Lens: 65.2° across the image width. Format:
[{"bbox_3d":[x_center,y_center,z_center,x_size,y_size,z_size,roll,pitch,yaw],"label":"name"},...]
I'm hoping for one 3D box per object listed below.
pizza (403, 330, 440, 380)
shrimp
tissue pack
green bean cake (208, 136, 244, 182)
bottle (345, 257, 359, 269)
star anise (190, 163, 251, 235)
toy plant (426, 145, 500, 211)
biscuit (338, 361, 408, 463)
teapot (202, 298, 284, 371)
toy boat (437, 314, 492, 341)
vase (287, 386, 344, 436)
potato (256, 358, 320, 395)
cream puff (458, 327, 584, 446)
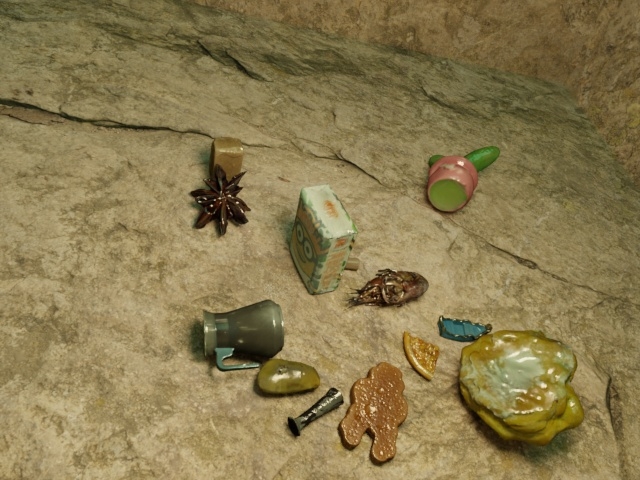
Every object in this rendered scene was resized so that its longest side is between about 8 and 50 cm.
[{"bbox_3d":[0.341,0.372,1.636,0.131,0.041,0.178,2,50,-20],"label":"pizza"},{"bbox_3d":[0.228,0.176,1.717,0.344,0.116,0.145,-11,41,-27],"label":"shrimp"},{"bbox_3d":[0.000,0.000,1.651,0.128,0.310,0.227,-13,55,-23],"label":"tissue pack"},{"bbox_3d":[-0.355,-0.299,1.875,0.109,0.179,0.085,-6,54,-21],"label":"green bean cake"},{"bbox_3d":[0.090,0.081,1.796,0.097,0.045,0.045,7,49,-13],"label":"bottle"},{"bbox_3d":[-0.349,-0.139,1.782,0.213,0.129,0.282,-6,61,-17],"label":"star anise"},{"bbox_3d":[0.604,-0.281,2.172,0.317,0.210,0.356,-7,25,29],"label":"toy plant"},{"bbox_3d":[0.167,0.492,1.466,0.186,0.044,0.295,31,48,3],"label":"biscuit"},{"bbox_3d":[-0.224,0.274,1.438,0.226,0.171,0.203,-2,53,-14],"label":"teapot"},{"bbox_3d":[0.498,0.302,1.728,0.186,0.077,0.075,13,46,-9],"label":"toy boat"},{"bbox_3d":[-0.013,0.478,1.401,0.167,0.059,0.059,-25,62,-35],"label":"vase"},{"bbox_3d":[-0.090,0.390,1.434,0.188,0.085,0.105,10,50,-17],"label":"potato"},{"bbox_3d":[0.623,0.455,1.539,0.379,0.275,0.378,-10,45,10],"label":"cream puff"}]
